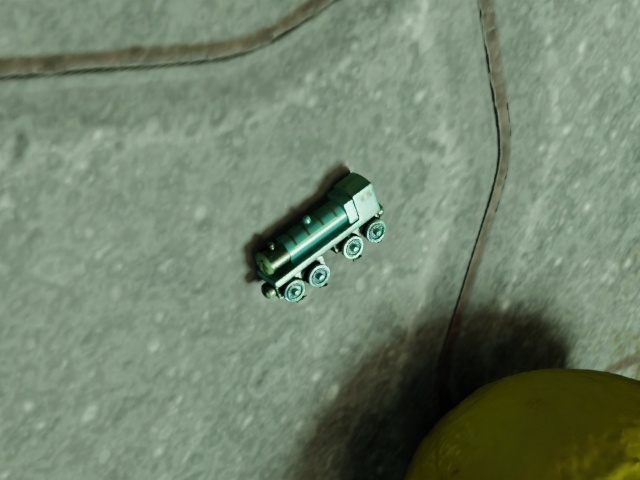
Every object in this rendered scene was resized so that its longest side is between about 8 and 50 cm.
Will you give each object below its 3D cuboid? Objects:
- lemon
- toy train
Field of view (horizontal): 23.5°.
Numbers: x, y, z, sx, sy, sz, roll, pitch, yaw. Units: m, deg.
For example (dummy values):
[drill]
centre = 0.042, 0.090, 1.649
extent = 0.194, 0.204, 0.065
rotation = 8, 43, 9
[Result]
[lemon]
centre = 0.182, 0.214, 1.083
extent = 0.260, 0.260, 0.284
rotation = -50, 142, -4
[toy train]
centre = 0.000, 0.000, 0.915
extent = 0.092, 0.029, 0.045
rotation = -36, 131, -18
